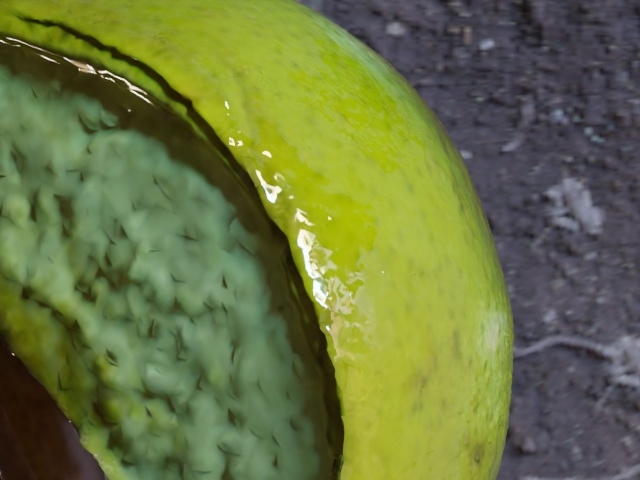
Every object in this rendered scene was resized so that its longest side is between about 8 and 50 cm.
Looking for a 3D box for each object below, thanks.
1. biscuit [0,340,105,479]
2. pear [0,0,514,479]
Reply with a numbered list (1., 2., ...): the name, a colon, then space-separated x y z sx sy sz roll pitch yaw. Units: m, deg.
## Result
1. biscuit: -0.242 0.093 0.804 0.367 0.063 0.314 -10 104 43
2. pear: 0.000 -0.005 0.654 0.139 0.239 0.288 -47 72 26
